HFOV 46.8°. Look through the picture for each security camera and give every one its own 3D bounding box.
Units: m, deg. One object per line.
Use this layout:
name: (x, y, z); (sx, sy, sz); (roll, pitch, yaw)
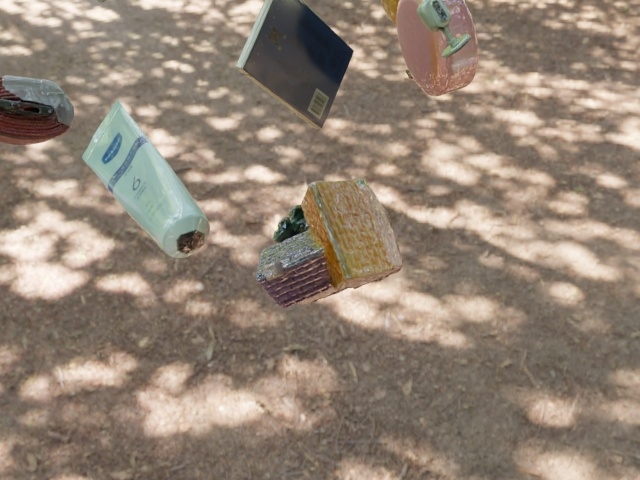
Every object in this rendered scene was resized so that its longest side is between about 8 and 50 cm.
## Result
security camera: (0.192, -0.342, 1.171); (0.058, 0.092, 0.058); (-37, 16, 12)

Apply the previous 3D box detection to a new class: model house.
model house: (0.000, 0.000, 1.376); (0.237, 0.202, 0.237); (-19, -8, 15)

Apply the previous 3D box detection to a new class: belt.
belt: (-0.604, -0.262, 1.495); (0.200, 0.128, 0.124); (0, 1, -32)

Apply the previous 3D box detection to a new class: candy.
candy: (0.247, -0.433, 1.603); (0.094, 0.255, 0.255); (-21, 36, -10)

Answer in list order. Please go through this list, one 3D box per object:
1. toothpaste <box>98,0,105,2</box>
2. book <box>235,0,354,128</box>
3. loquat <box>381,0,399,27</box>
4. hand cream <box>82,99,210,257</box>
toothpaste: (-0.462, -0.562, 1.192); (0.099, 0.392, 0.061); (-46, 36, -2)
book: (-0.043, -0.366, 1.491); (0.025, 0.269, 0.191); (18, 83, 39)
loquat: (0.267, -0.647, 1.923); (0.238, 0.238, 0.193); (-14, 49, -16)
hand cream: (-0.253, -0.085, 1.055); (0.067, 0.109, 0.321); (22, 18, -48)
